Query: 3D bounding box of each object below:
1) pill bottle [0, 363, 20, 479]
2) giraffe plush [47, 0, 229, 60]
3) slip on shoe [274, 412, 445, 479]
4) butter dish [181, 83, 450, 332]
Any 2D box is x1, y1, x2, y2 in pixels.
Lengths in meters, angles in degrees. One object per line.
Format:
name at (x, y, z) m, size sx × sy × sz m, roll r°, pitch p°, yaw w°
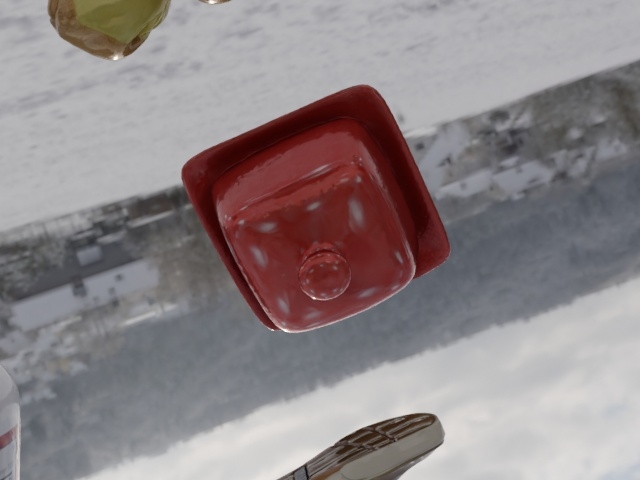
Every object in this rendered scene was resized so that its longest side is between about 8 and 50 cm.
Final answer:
pill bottle at (-0.387, 0.231, 0.958) m, size 0.229 × 0.408 × 0.229 m, roll 3°, pitch -172°, yaw 0°
giraffe plush at (-0.092, -0.225, 0.543) m, size 0.210 × 0.170 × 0.181 m, roll -35°, pitch -145°, yaw 7°
slip on shoe at (0.009, 0.137, 0.571) m, size 0.135 × 0.041 × 0.051 m, roll -29°, pitch -174°, yaw 1°
butter dish at (0.000, 0.000, 0.739) m, size 0.159 × 0.160 × 0.118 m, roll -23°, pitch -154°, yaw 9°
